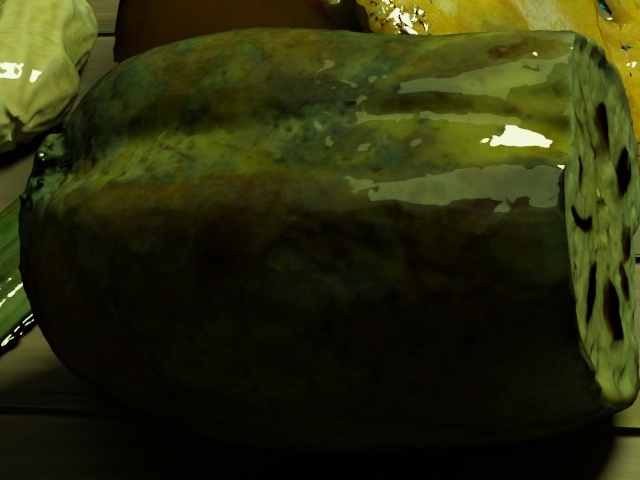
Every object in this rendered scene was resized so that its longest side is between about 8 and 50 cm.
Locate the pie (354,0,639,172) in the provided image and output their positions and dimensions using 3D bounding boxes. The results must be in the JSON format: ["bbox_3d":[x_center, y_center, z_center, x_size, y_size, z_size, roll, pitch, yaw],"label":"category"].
[{"bbox_3d":[0.133,-0.131,1.060,0.273,0.069,0.273,17,52,-23],"label":"pie"}]

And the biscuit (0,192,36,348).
[{"bbox_3d":[-0.226,0.031,1.050,0.099,0.038,0.322,10,38,30],"label":"biscuit"}]

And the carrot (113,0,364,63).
[{"bbox_3d":[-0.015,-0.218,1.200,0.224,0.224,0.340,5,36,19],"label":"carrot"}]

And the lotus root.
[{"bbox_3d":[0.000,0.000,0.870,0.346,0.250,0.250,2,35,16],"label":"lotus root"}]

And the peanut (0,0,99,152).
[{"bbox_3d":[-0.238,-0.143,1.261,0.099,0.090,0.214,-12,33,17],"label":"peanut"}]
